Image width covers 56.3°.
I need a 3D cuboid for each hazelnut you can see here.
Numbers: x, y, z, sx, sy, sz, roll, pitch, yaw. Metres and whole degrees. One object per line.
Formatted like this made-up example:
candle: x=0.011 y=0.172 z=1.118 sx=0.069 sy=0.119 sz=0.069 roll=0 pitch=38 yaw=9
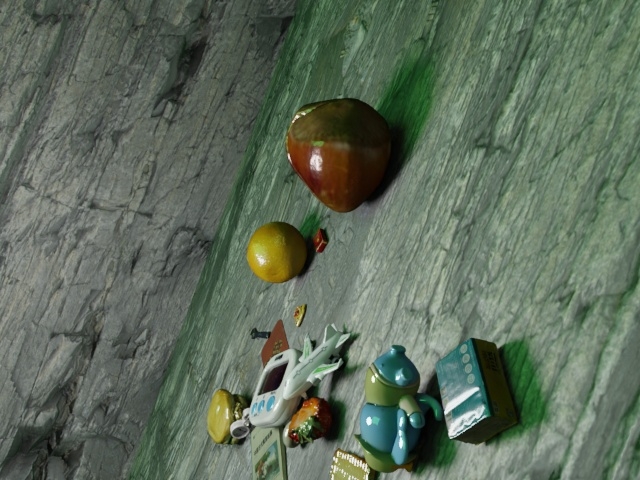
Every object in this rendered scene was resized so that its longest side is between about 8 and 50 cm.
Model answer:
hazelnut: x=0.057 y=-0.264 z=1.843 sx=0.372 sy=0.316 sz=0.371 roll=173 pitch=90 yaw=-80

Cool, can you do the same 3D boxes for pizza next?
pizza: x=-0.081 y=0.256 z=2.065 sx=0.078 sy=0.025 sz=0.083 roll=1 pitch=73 yaw=64

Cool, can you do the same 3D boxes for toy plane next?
toy plane: x=-0.010 y=0.354 z=1.696 sx=0.255 sy=0.101 sz=0.251 roll=-52 pitch=22 yaw=-9

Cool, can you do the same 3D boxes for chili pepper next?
chili pepper: x=-0.047 y=0.348 z=1.912 sx=0.034 sy=0.030 sz=0.091 roll=54 pitch=127 yaw=33

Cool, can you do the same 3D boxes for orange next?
orange: x=-0.157 y=0.043 z=2.162 sx=0.236 sy=0.236 sz=0.236 roll=-48 pitch=31 yaw=42

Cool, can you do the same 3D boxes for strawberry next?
strawberry: x=-0.024 y=0.500 z=1.642 sx=0.140 sy=0.085 sz=0.192 roll=-52 pitch=5 yaw=-38

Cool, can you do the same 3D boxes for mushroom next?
mushroom: x=-0.066 y=0.566 z=1.738 sx=0.079 sy=0.085 sz=0.085 roll=17 pitch=86 yaw=24

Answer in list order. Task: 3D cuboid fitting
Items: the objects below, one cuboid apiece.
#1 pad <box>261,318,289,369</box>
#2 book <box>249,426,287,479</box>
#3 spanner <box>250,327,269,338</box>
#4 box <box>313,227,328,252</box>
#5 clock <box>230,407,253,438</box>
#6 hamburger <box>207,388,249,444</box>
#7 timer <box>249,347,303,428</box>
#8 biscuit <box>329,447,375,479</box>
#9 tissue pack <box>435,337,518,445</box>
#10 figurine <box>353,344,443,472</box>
pad: x=-0.162 y=0.417 z=2.143 sx=0.181 sy=0.004 sz=0.267 roll=-61 pitch=24 yaw=19
book: x=-0.170 y=0.690 z=1.911 sx=0.214 sy=0.025 sz=0.282 roll=-55 pitch=28 yaw=30
spanner: x=-0.239 y=0.366 z=2.341 sx=0.208 sy=0.012 sz=0.046 roll=-16 pitch=57 yaw=64
box: x=0.000 y=0.000 z=2.097 sx=0.051 sy=0.023 sz=0.082 roll=-59 pitch=25 yaw=27
clock: x=-0.255 y=0.633 z=2.067 sx=0.129 sy=0.087 sz=0.041 roll=-59 pitch=29 yaw=22
hamburger: x=-0.329 y=0.647 z=2.180 sx=0.215 sy=0.122 sz=0.189 roll=-6 pitch=70 yaw=62
timer: x=-0.125 y=0.465 z=1.864 sx=0.262 sy=0.087 sz=0.236 roll=-36 pitch=28 yaw=56
biscuit: x=0.058 y=0.643 z=1.435 sx=0.172 sy=0.029 sz=0.254 roll=-9 pitch=64 yaw=64
tissue pack: x=0.293 y=0.285 z=1.132 sx=0.120 sy=0.082 sz=0.169 roll=-50 pitch=30 yaw=38
figurine: x=0.158 y=0.369 z=1.276 sx=0.180 sy=0.154 sz=0.261 roll=30 pitch=114 yaw=42
